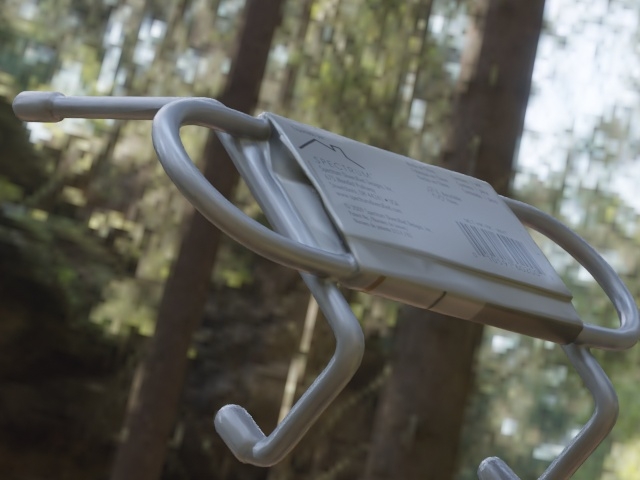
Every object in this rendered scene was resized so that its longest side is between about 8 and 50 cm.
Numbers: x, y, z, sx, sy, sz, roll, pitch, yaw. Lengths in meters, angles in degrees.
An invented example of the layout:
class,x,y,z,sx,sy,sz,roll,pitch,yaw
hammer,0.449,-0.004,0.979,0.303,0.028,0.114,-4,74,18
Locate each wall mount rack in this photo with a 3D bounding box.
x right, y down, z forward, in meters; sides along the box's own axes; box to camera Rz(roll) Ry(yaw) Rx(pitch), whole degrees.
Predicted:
class,x,y,z,sx,sy,sz,roll,pitch,yaw
wall mount rack,0.000,0.000,1.056,0.350,0.304,0.130,16,-59,-44
